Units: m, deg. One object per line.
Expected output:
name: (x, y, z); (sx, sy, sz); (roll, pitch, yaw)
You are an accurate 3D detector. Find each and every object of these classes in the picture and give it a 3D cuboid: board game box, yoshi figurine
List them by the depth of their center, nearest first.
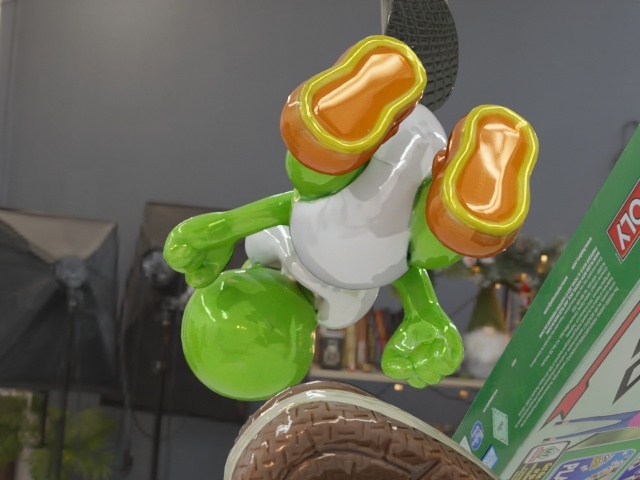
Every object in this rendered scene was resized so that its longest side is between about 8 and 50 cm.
board game box: (0.199, 0.029, 0.454); (0.213, 0.046, 0.317); (-5, -37, -17)
yoshi figurine: (-0.005, 0.025, 0.731); (0.202, 0.204, 0.362); (-9, -19, -23)

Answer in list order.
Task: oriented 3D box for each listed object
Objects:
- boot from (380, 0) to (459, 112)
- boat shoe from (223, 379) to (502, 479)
boot: (0.105, -0.276, 1.104); (0.083, 0.247, 0.161); (-5, 26, 7)
boat shoe: (0.049, 0.143, 0.384); (0.257, 0.095, 0.095); (51, -4, -22)
